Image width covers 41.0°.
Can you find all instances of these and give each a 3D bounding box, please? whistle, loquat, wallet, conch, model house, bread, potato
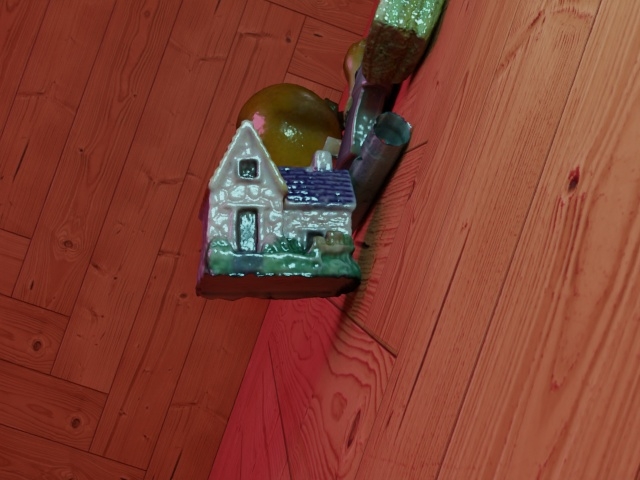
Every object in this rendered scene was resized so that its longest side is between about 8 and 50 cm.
[{"bbox_3d":[0.068,-0.092,1.364,0.312,0.062,0.062,117,171,-60],"label":"whistle"},{"bbox_3d":[-0.067,-0.281,2.364,0.359,0.328,0.328,-26,-13,-19],"label":"loquat"},{"bbox_3d":[0.105,-0.302,1.695,0.252,0.083,0.360,103,-176,-80],"label":"wallet"},{"bbox_3d":[0.099,-0.356,1.912,0.093,0.109,0.330,58,-147,-45],"label":"conch"},{"bbox_3d":[-0.064,-0.041,1.263,0.202,0.237,0.237,113,156,-74],"label":"model house"},{"bbox_3d":[0.133,-0.351,1.415,0.196,0.102,0.138,113,178,-67],"label":"bread"},{"bbox_3d":[0.035,-0.192,2.026,0.122,0.086,0.061,104,180,-68],"label":"potato"}]
